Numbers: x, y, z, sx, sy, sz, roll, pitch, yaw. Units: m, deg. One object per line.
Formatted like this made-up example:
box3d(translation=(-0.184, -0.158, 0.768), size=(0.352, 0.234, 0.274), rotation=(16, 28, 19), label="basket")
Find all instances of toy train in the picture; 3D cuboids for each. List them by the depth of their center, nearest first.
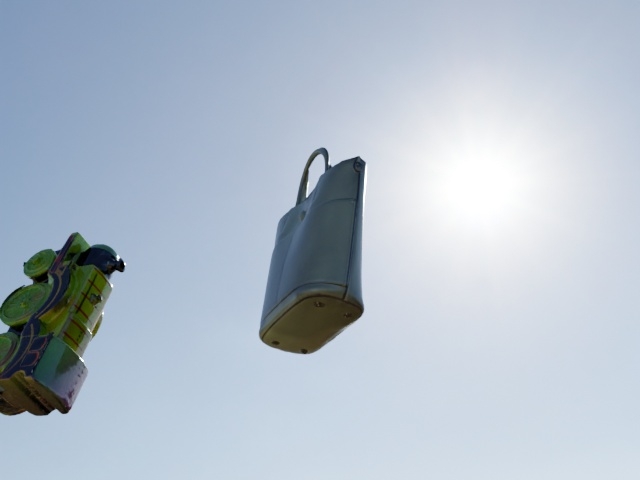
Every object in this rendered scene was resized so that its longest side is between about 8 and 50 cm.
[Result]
box3d(translation=(-0.373, 0.113, 1.204), size=(0.160, 0.296, 0.100), rotation=(-9, -47, 24), label="toy train")

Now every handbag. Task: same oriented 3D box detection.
box3d(translation=(0.000, 0.000, 1.295), size=(0.109, 0.316, 0.241), rotation=(24, -38, -21), label="handbag")
